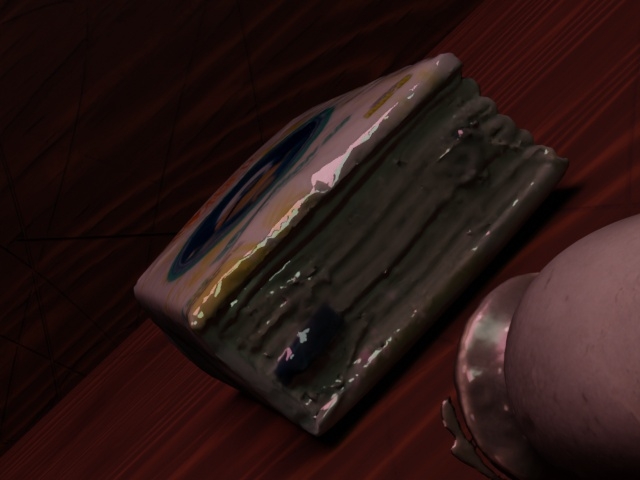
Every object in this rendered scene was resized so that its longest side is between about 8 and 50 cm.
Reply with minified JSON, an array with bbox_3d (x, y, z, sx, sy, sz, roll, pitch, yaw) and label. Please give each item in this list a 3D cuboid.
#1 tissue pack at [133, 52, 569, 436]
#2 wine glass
[{"bbox_3d":[0.000,0.000,1.079,0.287,0.162,0.388,-46,10,-10],"label":"tissue pack"},{"bbox_3d":[0.134,0.043,0.474,0.111,0.111,0.204,-48,7,-24],"label":"wine glass"}]
